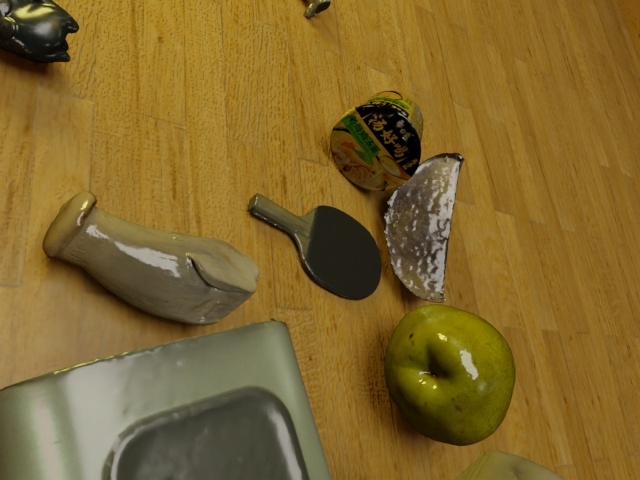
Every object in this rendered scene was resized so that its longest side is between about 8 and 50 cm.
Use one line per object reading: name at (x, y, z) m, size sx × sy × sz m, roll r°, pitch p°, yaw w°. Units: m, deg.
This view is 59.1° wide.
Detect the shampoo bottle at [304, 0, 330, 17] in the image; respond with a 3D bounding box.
shampoo bottle at (-0.040, -0.512, 1.035) m, size 0.057 × 0.063 × 0.208 m, roll -12°, pitch 76°, yaw -52°

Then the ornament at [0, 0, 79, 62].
ornament at (-0.401, -0.211, 0.590) m, size 0.202 × 0.080 × 0.236 m, roll 37°, pitch 48°, yaw -16°

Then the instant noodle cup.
instant noodle cup at (0.106, -0.173, 0.937) m, size 0.151 × 0.151 × 0.122 m, roll 48°, pitch 38°, yaw -10°

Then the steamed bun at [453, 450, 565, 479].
steamed bun at (0.142, 0.376, 0.521) m, size 0.236 × 0.384 × 0.247 m, roll 40°, pitch 49°, yaw 11°

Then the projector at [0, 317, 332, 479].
projector at (-0.136, 0.228, 0.473) m, size 0.248 × 0.248 × 0.250 m, roll -7°, pitch 74°, yaw -41°

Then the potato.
potato at (0.167, -0.019, 0.963) m, size 0.120 × 0.100 × 0.262 m, roll 10°, pitch 73°, yaw 8°

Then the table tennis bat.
table tennis bat at (0.000, 0.000, 0.847) m, size 0.246 × 0.022 × 0.138 m, roll 29°, pitch 54°, yaw -27°

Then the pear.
pear at (0.178, 0.187, 0.794) m, size 0.198 × 0.198 × 0.198 m, roll 17°, pitch 59°, yaw -32°

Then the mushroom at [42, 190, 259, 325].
mushroom at (-0.181, 0.031, 0.639) m, size 0.246 × 0.096 × 0.108 m, roll 22°, pitch 82°, yaw -26°
